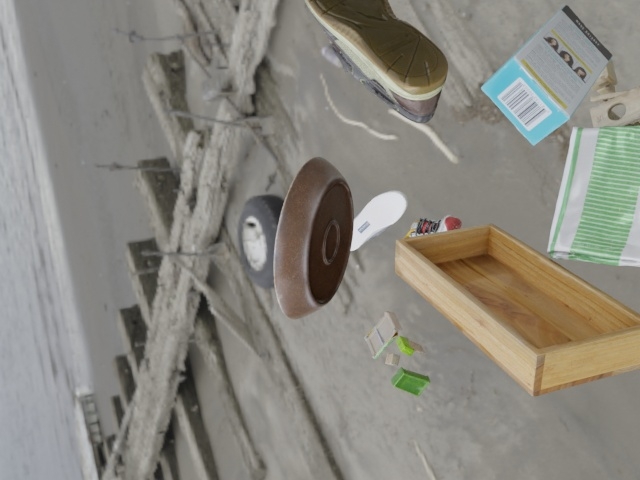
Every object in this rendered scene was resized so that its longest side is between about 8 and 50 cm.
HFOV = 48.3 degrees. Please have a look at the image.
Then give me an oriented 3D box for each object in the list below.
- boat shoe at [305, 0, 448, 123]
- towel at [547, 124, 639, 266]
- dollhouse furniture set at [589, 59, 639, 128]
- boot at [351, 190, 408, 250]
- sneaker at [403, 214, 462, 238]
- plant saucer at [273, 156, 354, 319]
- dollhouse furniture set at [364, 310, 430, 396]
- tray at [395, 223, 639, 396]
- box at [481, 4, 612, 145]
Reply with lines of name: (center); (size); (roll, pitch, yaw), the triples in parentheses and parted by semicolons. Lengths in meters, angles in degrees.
boat shoe: (0.030, -0.136, 0.488); (0.152, 0.056, 0.049); (59, 163, 33)
towel: (0.534, -0.070, 1.112); (0.325, 0.038, 0.247); (6, 76, 38)
dollhouse furniture set: (0.576, -0.245, 1.300); (0.101, 0.182, 0.160); (-24, 57, 41)
boot: (0.121, -0.053, 1.528); (0.190, 0.086, 0.069); (-37, 90, 33)
sneaker: (0.250, -0.009, 1.651); (0.093, 0.088, 0.225); (39, 157, 1)
plant saucer: (0.000, 0.000, 0.728); (0.029, 0.168, 0.168); (9, 110, 21)
dollhouse furniture set: (0.138, 0.197, 1.248); (0.076, 0.059, 0.151); (-56, 28, 20)
tray: (0.302, 0.090, 1.142); (0.411, 0.203, 0.076); (-135, 40, -60)
box: (0.301, -0.222, 0.933); (0.100, 0.244, 0.060); (47, 134, -1)
